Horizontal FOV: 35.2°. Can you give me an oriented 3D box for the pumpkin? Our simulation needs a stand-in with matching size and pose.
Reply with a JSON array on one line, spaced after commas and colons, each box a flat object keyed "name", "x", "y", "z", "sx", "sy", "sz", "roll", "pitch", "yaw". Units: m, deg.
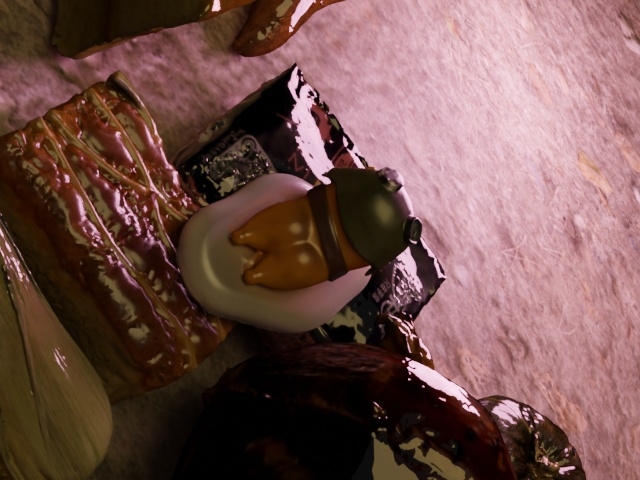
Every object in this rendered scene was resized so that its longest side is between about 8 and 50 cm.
[{"name": "pumpkin", "x": 0.239, "y": 0.306, "z": 1.268, "sx": 0.223, "sy": 0.157, "sz": 0.224, "roll": 21, "pitch": 53, "yaw": -30}]

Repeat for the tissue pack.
[{"name": "tissue pack", "x": -0.022, "y": -0.003, "z": 1.144, "sx": 0.332, "sy": 0.123, "sz": 0.245, "roll": 53, "pitch": 50, "yaw": -13}]

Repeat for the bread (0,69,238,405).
[{"name": "bread", "x": -0.196, "y": 0.001, "z": 0.963, "sx": 0.185, "sy": 0.114, "sz": 0.275, "roll": -44, "pitch": 109, "yaw": -45}]

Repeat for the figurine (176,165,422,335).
[{"name": "figurine", "x": 0.000, "y": 0.000, "z": 0.979, "sx": 0.250, "sy": 0.141, "sz": 0.167, "roll": -17, "pitch": 89, "yaw": -45}]

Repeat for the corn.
[{"name": "corn", "x": -0.263, "y": 0.074, "z": 0.810, "sx": 0.123, "sy": 0.122, "sz": 0.305, "roll": -49, "pitch": 132, "yaw": -39}]

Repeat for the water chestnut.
[{"name": "water chestnut", "x": 0.037, "y": 0.215, "z": 0.960, "sx": 0.335, "sy": 0.335, "sz": 0.347, "roll": 51, "pitch": 46, "yaw": -20}]

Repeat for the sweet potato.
[{"name": "sweet potato", "x": -0.021, "y": -0.325, "z": 1.289, "sx": 0.292, "sy": 0.097, "sz": 0.097, "roll": -41, "pitch": 105, "yaw": -38}]

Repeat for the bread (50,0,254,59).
[{"name": "bread", "x": -0.172, "y": -0.396, "z": 1.001, "sx": 0.245, "sy": 0.233, "sz": 0.362, "roll": -33, "pitch": 111, "yaw": -46}]
